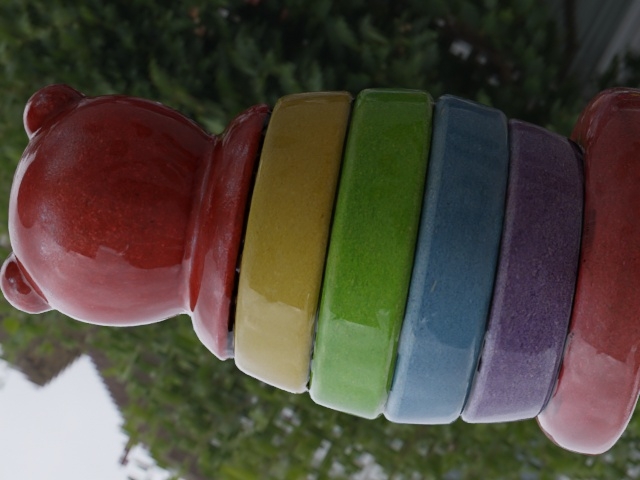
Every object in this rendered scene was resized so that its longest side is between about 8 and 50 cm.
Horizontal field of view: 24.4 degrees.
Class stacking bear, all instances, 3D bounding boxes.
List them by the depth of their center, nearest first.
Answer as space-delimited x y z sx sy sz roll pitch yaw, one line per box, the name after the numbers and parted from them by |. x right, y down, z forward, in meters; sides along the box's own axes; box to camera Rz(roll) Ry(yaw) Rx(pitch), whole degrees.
0.000 0.000 0.685 0.289 0.175 0.164 8 -169 2 | stacking bear
